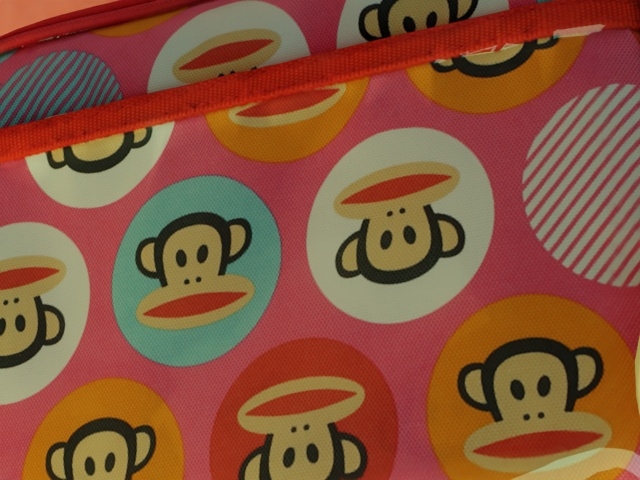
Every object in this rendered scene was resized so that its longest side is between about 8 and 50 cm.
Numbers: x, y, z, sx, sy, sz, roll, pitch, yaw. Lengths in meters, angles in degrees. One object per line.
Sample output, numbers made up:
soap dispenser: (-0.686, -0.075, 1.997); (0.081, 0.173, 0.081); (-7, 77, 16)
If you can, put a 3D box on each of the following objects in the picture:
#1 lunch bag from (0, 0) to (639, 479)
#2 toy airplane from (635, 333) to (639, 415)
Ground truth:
lunch bag: (0.000, 0.000, 0.593); (0.293, 0.120, 0.258); (-12, 66, 21)
toy airplane: (0.298, -0.080, 0.475); (0.385, 0.272, 0.386); (13, 82, -9)
